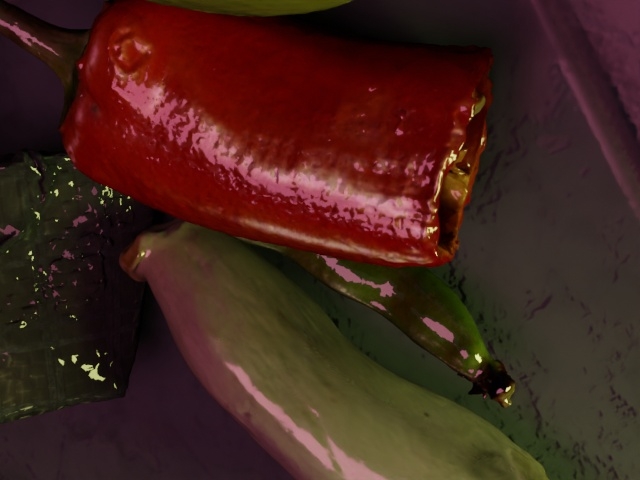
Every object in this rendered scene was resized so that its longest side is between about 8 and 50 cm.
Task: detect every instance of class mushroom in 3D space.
[{"bbox_3d":[0.019,0.109,0.886,0.351,0.109,0.097,40,139,2],"label":"mushroom"}]

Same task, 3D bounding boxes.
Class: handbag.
[{"bbox_3d":[-0.223,0.031,0.904,0.088,0.270,0.175,-136,40,-53],"label":"handbag"}]

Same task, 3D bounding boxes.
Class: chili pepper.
[{"bbox_3d":[-0.077,-0.079,0.813,0.338,0.131,0.135,14,97,7],"label":"chili pepper"}]

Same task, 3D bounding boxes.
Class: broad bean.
[{"bbox_3d":[0.001,-0.001,0.876,0.297,0.060,0.043,32,160,10],"label":"broad bean"}]

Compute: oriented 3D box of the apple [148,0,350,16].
[{"bbox_3d":[-0.057,-0.250,0.642,0.258,0.233,0.295,41,113,33],"label":"apple"}]
